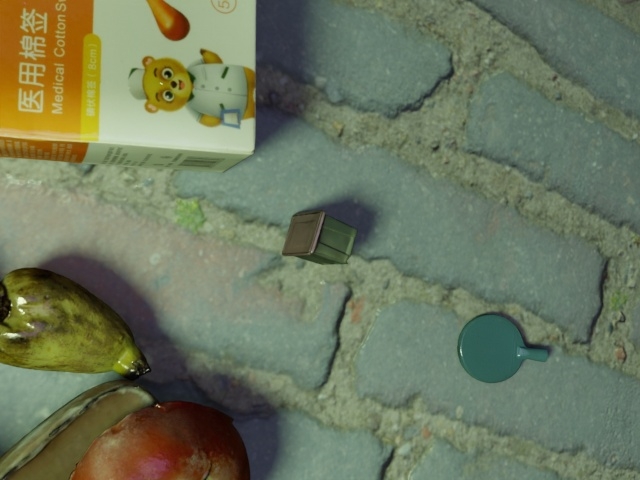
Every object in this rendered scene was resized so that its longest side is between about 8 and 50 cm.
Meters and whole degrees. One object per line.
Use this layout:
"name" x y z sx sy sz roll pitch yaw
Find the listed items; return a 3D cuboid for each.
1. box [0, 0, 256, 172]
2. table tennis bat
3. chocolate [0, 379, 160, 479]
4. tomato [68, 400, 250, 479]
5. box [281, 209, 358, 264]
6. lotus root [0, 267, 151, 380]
"box" -0.250 -0.201 0.740 0.341 0.143 0.225 2 85 -24
"table tennis bat" 0.270 0.161 0.997 0.155 0.019 0.100 9 82 -20
"chocolate" -0.280 0.253 0.719 0.261 0.083 0.161 -37 127 -25
"tomato" -0.163 0.284 0.723 0.225 0.085 0.225 -14 114 -35
"box" 0.000 0.000 0.862 0.063 0.084 0.060 23 77 -25
"lotus root" -0.276 0.101 0.738 0.190 0.094 0.108 28 97 -27
